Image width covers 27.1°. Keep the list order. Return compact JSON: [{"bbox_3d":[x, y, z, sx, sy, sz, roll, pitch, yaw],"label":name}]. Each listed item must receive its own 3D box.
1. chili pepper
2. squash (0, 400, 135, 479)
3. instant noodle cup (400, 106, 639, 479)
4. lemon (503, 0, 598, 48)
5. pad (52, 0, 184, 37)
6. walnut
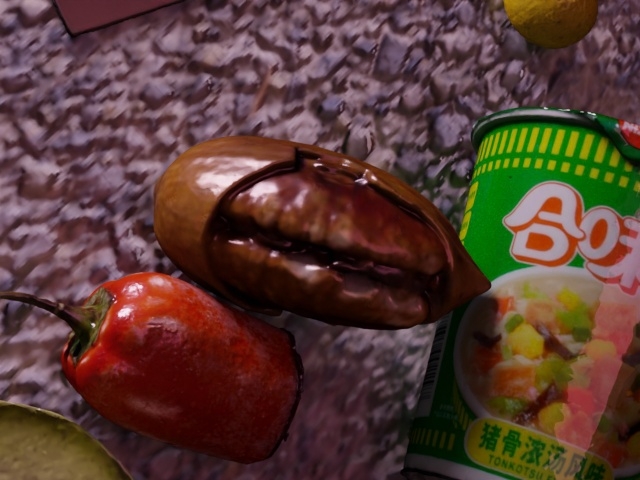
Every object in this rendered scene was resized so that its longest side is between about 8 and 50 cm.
[{"bbox_3d":[-0.102,0.062,0.744,0.192,0.084,0.086,24,65,-28],"label":"chili pepper"},{"bbox_3d":[-0.193,0.184,0.649,0.220,0.133,0.220,3,82,-24],"label":"squash"},{"bbox_3d":[0.153,0.062,0.836,0.207,0.207,0.232,28,76,-22],"label":"instant noodle cup"},{"bbox_3d":[0.164,-0.171,0.954,0.083,0.062,0.062,29,67,-30],"label":"lemon"},{"bbox_3d":[-0.074,-0.267,0.870,0.300,0.005,0.202,-25,93,-31],"label":"pad"},{"bbox_3d":[0.000,0.000,0.780,0.207,0.116,0.115,17,70,-1],"label":"walnut"}]
